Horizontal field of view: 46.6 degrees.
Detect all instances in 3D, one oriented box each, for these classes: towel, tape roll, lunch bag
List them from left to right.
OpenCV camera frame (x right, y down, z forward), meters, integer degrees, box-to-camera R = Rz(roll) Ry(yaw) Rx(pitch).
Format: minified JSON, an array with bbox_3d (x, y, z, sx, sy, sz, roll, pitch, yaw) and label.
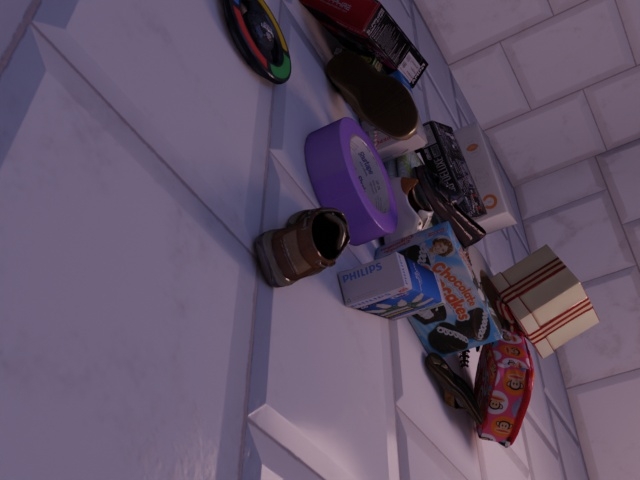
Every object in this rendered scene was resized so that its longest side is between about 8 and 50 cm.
[{"bbox_3d":[0.072,-0.130,1.644,0.275,0.090,0.275,49,29,-40],"label":"tape roll"},{"bbox_3d":[0.288,-0.093,2.116,0.320,0.090,0.374,51,27,-39],"label":"towel"},{"bbox_3d":[0.529,0.204,2.427,0.392,0.072,0.392,50,28,-39],"label":"tape roll"},{"bbox_3d":[0.465,0.390,1.943,0.293,0.120,0.258,-67,168,-67],"label":"lunch bag"}]

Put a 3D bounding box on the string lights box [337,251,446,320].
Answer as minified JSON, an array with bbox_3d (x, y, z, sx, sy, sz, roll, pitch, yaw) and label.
[{"bbox_3d":[0.155,0.101,1.559,0.259,0.133,0.077,23,49,-60],"label":"string lights box"}]

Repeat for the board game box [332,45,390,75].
[{"bbox_3d":[0.147,-0.469,2.100,0.259,0.136,0.030,24,92,-59],"label":"board game box"}]

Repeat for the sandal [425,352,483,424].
[{"bbox_3d":[0.318,0.366,1.807,0.219,0.060,0.090,46,21,-15],"label":"sandal"}]

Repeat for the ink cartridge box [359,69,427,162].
[{"bbox_3d":[0.189,-0.335,2.027,0.086,0.148,0.203,27,45,-61],"label":"ink cartridge box"}]

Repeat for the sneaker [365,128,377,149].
[{"bbox_3d":[0.100,-0.186,1.807,0.063,0.074,0.170,-33,124,-85],"label":"sneaker"}]

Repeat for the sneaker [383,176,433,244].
[{"bbox_3d":[0.222,-0.013,1.811,0.106,0.123,0.290,-37,116,-67],"label":"sneaker"}]

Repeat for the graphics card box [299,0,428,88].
[{"bbox_3d":[0.125,-0.561,2.015,0.232,0.094,0.371,34,5,29],"label":"graphics card box"}]

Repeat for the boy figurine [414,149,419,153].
[{"bbox_3d":[0.273,-0.419,2.387,0.177,0.092,0.285,19,56,-59],"label":"boy figurine"}]

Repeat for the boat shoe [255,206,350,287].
[{"bbox_3d":[0.000,0.000,1.312,0.123,0.116,0.324,65,22,-7],"label":"boat shoe"}]

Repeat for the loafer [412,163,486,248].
[{"bbox_3d":[0.356,-0.101,2.041,0.302,0.095,0.109,53,26,-30],"label":"loafer"}]

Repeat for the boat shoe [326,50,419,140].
[{"bbox_3d":[0.141,-0.348,1.855,0.341,0.121,0.110,54,-2,37],"label":"boat shoe"}]

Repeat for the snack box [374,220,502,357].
[{"bbox_3d":[0.283,0.125,1.765,0.322,0.187,0.060,59,23,-21],"label":"snack box"}]

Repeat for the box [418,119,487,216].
[{"bbox_3d":[0.394,-0.203,2.249,0.242,0.076,0.308,-9,76,-67],"label":"box"}]

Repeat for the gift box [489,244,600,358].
[{"bbox_3d":[0.714,0.201,2.440,0.255,0.258,0.276,52,7,-31],"label":"gift box"}]

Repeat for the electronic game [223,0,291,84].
[{"bbox_3d":[-0.125,-0.426,1.512,0.229,0.048,0.229,50,28,-39],"label":"electronic game"}]

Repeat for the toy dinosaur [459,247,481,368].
[{"bbox_3d":[0.389,0.189,1.994,0.322,0.164,0.218,62,18,-13],"label":"toy dinosaur"}]

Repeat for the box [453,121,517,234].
[{"bbox_3d":[0.510,-0.195,2.559,0.168,0.215,0.345,26,47,-60],"label":"box"}]
